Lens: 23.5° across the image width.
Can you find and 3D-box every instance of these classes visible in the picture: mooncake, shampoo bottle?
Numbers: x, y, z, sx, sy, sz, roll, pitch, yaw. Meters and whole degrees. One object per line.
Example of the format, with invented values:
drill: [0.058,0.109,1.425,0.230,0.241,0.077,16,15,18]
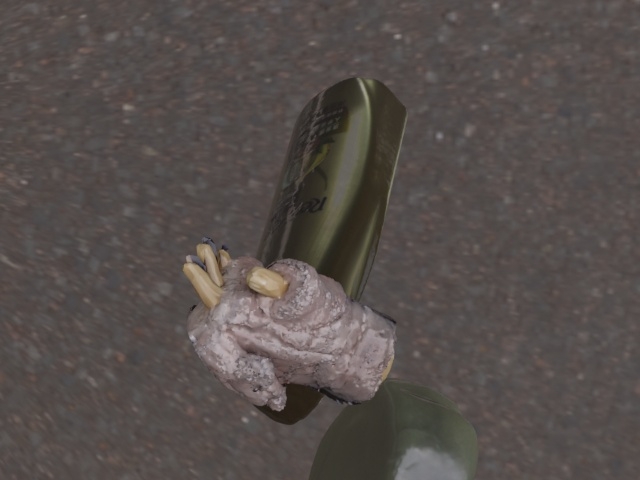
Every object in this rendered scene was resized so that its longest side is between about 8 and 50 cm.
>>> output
mooncake: [0.079,0.289,1.731,0.135,0.275,0.275,20,86,-14]
shampoo bottle: [0.000,0.000,1.256,0.084,0.125,0.350,39,37,-19]

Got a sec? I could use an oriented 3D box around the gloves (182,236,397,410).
gloves: [-0.024,0.061,0.972,0.144,0.110,0.094,16,85,-3]
